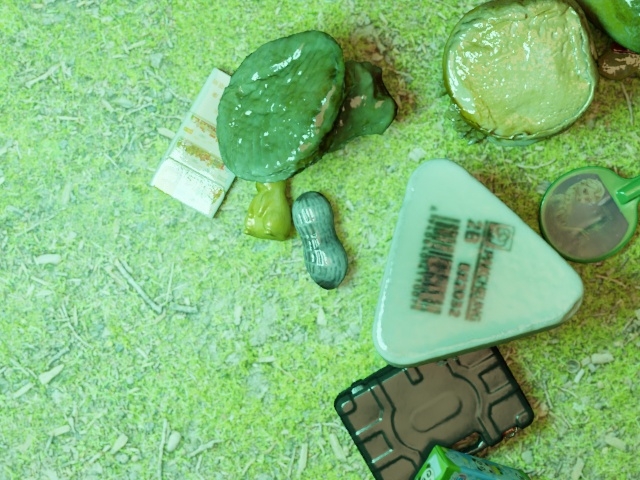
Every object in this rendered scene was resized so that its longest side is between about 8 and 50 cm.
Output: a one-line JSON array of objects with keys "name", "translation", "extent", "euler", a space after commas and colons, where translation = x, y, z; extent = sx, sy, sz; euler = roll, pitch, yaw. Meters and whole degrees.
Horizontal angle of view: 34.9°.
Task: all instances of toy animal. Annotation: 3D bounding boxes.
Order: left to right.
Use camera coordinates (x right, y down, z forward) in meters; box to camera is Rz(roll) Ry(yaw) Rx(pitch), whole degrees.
[{"name": "toy animal", "translation": [-0.078, -0.081, 1.673], "extent": [0.070, 0.083, 0.159], "euler": [-1, 83, 34]}]

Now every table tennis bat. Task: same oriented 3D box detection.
[{"name": "table tennis bat", "translation": [0.487, -0.065, 1.700], "extent": [0.257, 0.039, 0.160], "euler": [-30, 95, 2]}]

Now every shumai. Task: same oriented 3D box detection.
[{"name": "shumai", "translation": [-0.021, -0.190, 1.619], "extent": [0.272, 0.204, 0.222], "euler": [-24, 65, 23]}]

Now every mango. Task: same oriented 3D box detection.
[{"name": "mango", "translation": [0.459, -0.431, 1.594], "extent": [0.176, 0.176, 0.329], "euler": [-39, 79, 27]}]

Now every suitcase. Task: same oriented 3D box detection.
[{"name": "suitcase", "translation": [0.188, 0.279, 1.688], "extent": [0.286, 0.066, 0.206], "euler": [-30, 92, -1]}]

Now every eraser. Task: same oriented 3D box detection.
[{"name": "eraser", "translation": [0.215, 0.026, 1.608], "extent": [0.332, 0.150, 0.331], "euler": [-2, 77, 7]}]

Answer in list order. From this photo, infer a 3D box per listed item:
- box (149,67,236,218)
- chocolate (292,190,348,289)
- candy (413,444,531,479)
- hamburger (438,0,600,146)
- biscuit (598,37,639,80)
[{"name": "box", "translation": [-0.178, -0.160, 1.677], "extent": [0.122, 0.032, 0.220], "euler": [29, 90, -4]}, {"name": "chocolate", "translation": [0.000, 0.000, 1.670], "extent": [0.072, 0.072, 0.167], "euler": [-15, 90, -1]}, {"name": "candy", "translation": [0.248, 0.407, 1.654], "extent": [0.195, 0.062, 0.097], "euler": [20, 110, -25]}, {"name": "hamburger", "translation": [0.313, -0.264, 1.612], "extent": [0.243, 0.146, 0.286], "euler": [31, 108, 8]}, {"name": "biscuit", "translation": [0.532, -0.376, 1.692], "extent": [0.153, 0.030, 0.234], "euler": [9, 92, -4]}]
